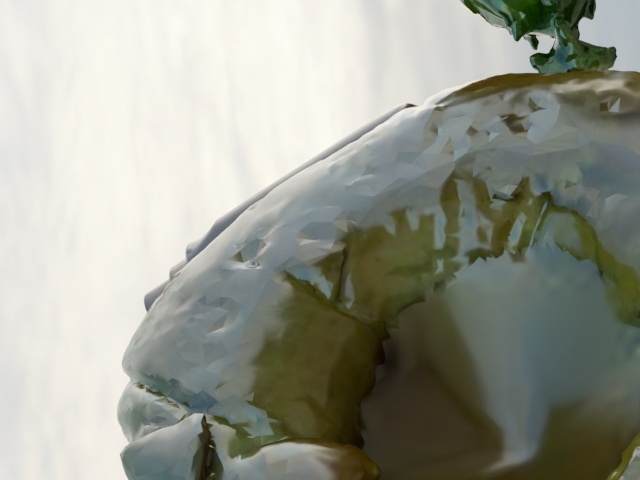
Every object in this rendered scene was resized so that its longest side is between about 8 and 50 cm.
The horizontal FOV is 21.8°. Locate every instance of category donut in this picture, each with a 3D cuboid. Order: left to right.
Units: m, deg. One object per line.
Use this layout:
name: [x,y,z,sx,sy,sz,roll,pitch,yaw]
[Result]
donut: [0.078,0.095,0.667,0.170,0.360,0.360,63,-155,-43]

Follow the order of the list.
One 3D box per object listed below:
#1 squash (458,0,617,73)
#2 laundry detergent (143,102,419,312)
squash: [0.059,-0.238,0.849,0.378,0.101,0.101,66,-172,19]
laundry detergent: [0.000,0.000,1.173,0.076,0.237,0.171,62,-165,16]
